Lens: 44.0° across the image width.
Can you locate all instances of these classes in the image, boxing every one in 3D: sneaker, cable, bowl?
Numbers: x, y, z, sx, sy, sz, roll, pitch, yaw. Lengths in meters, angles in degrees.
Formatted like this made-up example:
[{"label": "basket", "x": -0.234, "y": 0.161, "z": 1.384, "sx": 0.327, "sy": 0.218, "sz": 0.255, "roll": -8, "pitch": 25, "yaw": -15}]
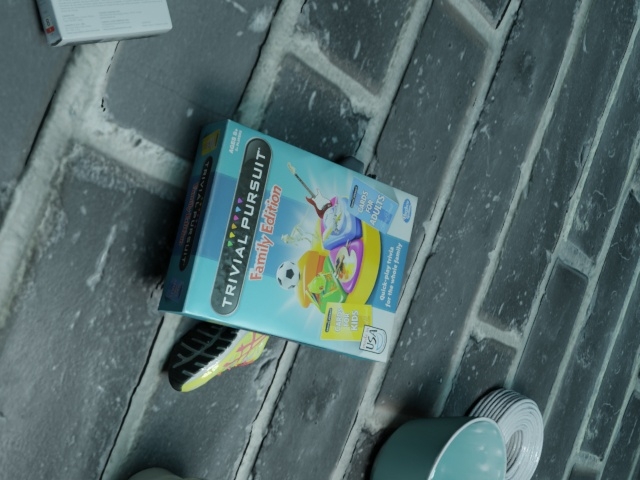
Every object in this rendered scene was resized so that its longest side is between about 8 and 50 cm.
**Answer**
[{"label": "sneaker", "x": -0.126, "y": 0.153, "z": 1.131, "sx": 0.208, "sy": 0.081, "sz": 0.094, "roll": -40, "pitch": 131, "yaw": -31}, {"label": "cable", "x": 0.401, "y": 0.463, "z": 1.769, "sx": 0.257, "sy": 0.089, "sz": 0.257, "roll": -10, "pitch": 109, "yaw": -44}, {"label": "bowl", "x": 0.208, "y": 0.465, "z": 1.507, "sx": 0.311, "sy": 0.163, "sz": 0.312, "roll": -13, "pitch": 108, "yaw": -47}]

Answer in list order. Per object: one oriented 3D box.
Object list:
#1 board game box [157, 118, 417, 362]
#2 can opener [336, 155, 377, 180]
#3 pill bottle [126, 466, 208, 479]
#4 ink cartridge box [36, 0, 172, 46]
[{"label": "board game box", "x": -0.031, "y": 0.012, "z": 1.097, "sx": 0.336, "sy": 0.079, "sz": 0.254, "roll": 18, "pitch": 78, "yaw": -34}, {"label": "can opener", "x": 0.000, "y": 0.000, "z": 1.237, "sx": 0.095, "sy": 0.076, "sz": 0.284, "roll": 34, "pitch": 76, "yaw": -13}, {"label": "pill bottle", "x": -0.148, "y": 0.413, "z": 1.026, "sx": 0.169, "sy": 0.301, "sz": 0.169, "roll": -16, "pitch": 113, "yaw": -43}, {"label": "ink cartridge box", "x": -0.257, "y": -0.315, "z": 0.889, "sx": 0.145, "sy": 0.045, "sz": 0.179, "roll": -20, "pitch": 98, "yaw": -40}]
